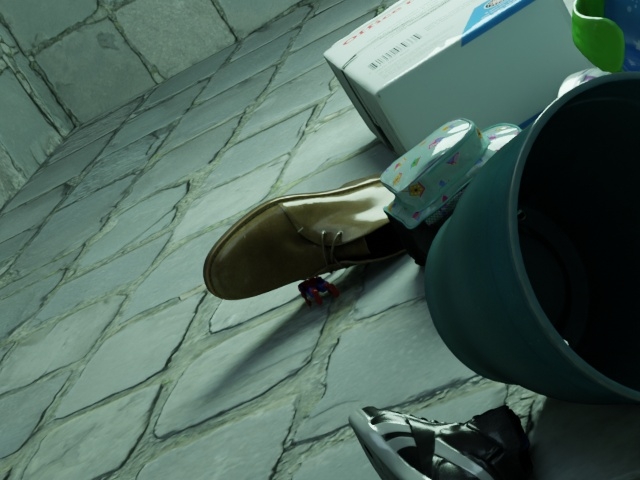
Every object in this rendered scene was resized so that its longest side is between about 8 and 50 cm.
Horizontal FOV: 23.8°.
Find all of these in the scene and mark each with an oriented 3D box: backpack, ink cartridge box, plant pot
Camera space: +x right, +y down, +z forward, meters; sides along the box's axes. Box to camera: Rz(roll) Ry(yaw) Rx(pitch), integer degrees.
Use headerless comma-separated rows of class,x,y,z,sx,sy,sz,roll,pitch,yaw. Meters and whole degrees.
backpack,0.172,-0.065,1.791,0.188,0.144,0.166,-31,12,-4
ink cartridge box,0.193,-0.258,2.219,0.285,0.166,0.395,-32,19,-1
plant pot,0.221,0.021,1.315,0.272,0.271,0.255,-41,6,-25

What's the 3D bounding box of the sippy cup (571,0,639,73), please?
sippy cup,0.446,-0.246,1.649,0.305,0.240,0.224,-44,33,1

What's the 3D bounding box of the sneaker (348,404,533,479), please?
sneaker,0.116,0.183,1.348,0.121,0.079,0.217,-33,26,-10

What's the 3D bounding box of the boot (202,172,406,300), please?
boot,0.000,0.000,1.917,0.305,0.112,0.115,-23,26,-16

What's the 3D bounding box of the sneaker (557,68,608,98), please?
sneaker,0.351,-0.116,1.711,0.161,0.102,0.282,-19,32,27

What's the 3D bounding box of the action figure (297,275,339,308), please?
action figure,-0.005,0.064,1.933,0.038,0.030,0.115,-30,12,-8
